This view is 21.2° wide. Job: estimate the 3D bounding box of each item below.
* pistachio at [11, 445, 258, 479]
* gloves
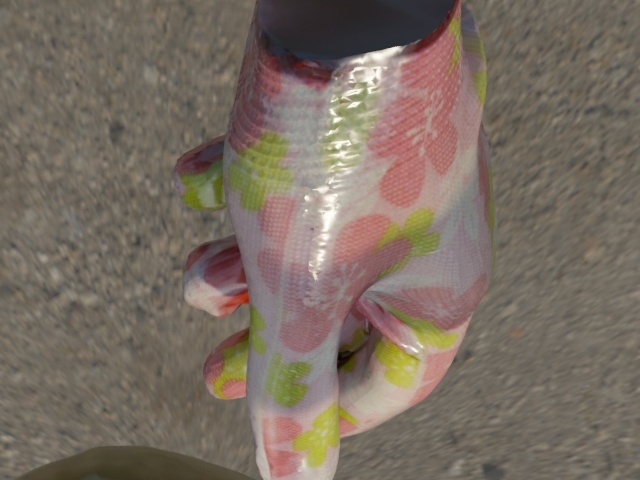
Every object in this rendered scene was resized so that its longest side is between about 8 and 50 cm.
[{"bbox_3d":[-0.055,0.208,0.843,0.293,0.181,0.162,44,54,-32],"label":"pistachio"},{"bbox_3d":[0.011,-0.004,0.650,0.126,0.241,0.145,-19,49,-10],"label":"gloves"}]
